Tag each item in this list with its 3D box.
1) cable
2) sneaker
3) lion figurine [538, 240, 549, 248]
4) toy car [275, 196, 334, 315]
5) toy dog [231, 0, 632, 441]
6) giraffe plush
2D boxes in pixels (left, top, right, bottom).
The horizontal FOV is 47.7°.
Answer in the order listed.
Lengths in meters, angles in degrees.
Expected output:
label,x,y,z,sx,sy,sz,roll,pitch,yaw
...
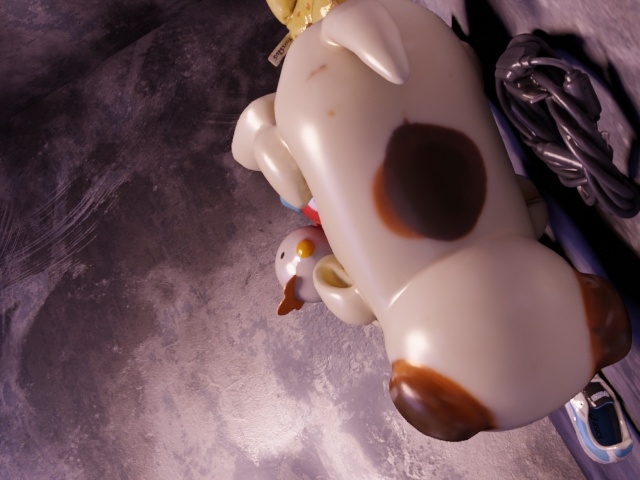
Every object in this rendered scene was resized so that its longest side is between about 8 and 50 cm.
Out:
label,x,y,z,sx,sy,sz,roll,pitch,yaw
cable,0.187,-0.088,0.554,0.150,0.047,0.184,51,-170,-8
sneaker,0.392,0.215,1.083,0.086,0.085,0.237,109,141,-60
lion figurine,0.248,0.055,1.058,0.240,0.142,0.392,25,-179,19
toy car,0.000,0.000,1.037,0.219,0.238,0.210,23,163,19
toy dog,0.126,-0.016,0.718,0.408,0.284,0.395,64,166,11
giraffe plush,0.013,-0.359,1.095,0.181,0.210,0.170,20,-179,-32
